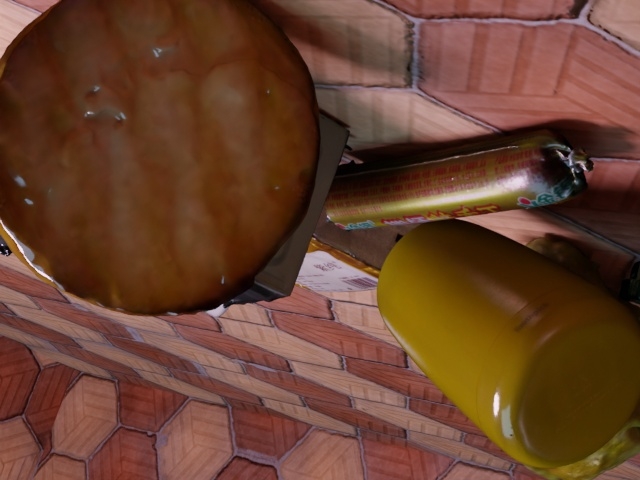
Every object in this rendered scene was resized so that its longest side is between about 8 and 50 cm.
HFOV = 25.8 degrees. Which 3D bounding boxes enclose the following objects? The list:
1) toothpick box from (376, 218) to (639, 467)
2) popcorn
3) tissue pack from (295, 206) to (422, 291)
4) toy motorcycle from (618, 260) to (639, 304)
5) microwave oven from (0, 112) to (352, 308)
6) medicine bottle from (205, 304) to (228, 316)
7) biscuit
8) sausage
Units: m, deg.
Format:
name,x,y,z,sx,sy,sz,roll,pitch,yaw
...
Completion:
name,x,y,z,sx,sy,sz,roll,pitch,yaw
toothpick box,0.173,0.085,1.364,0.175,0.175,0.271,30,-175,-37
popcorn,0.263,0.137,1.561,0.276,0.225,0.276,38,179,1
tissue pack,0.000,0.000,1.685,0.183,0.092,0.226,27,164,-29
toy motorcycle,0.376,0.017,1.236,0.196,0.125,0.331,17,161,12
microwave oven,-0.193,-0.059,1.457,0.286,0.218,0.355,30,162,-32
medicine bottle,-0.221,-0.016,1.799,0.274,0.133,0.133,27,164,-11
biscuit,-0.145,-0.082,1.194,0.296,0.296,0.102,25,-176,-23
sausage,0.133,-0.057,1.349,0.082,0.082,0.371,27,163,-29
